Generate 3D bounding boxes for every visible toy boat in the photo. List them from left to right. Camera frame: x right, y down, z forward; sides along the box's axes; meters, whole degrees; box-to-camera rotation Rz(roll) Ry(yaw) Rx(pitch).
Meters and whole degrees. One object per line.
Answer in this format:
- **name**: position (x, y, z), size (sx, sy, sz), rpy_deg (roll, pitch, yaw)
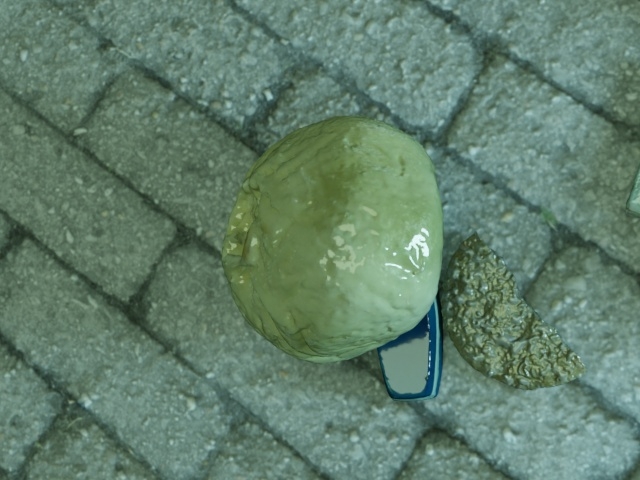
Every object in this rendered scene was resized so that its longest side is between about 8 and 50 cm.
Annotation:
- **toy boat**: position (0.119, 0.081, 1.536), size (0.096, 0.062, 0.299), rpy_deg (-7, 83, 17)

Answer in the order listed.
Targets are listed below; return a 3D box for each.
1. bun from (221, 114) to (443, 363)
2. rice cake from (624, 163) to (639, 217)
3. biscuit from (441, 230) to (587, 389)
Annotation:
- **bun**: position (0.000, 0.000, 1.434), size (0.348, 0.227, 0.352), rpy_deg (-66, 32, 24)
- **rice cake**: position (0.496, -0.118, 1.455), size (0.124, 0.038, 0.211), rpy_deg (23, 92, 17)
- **biscuit**: position (0.249, 0.121, 1.510), size (0.133, 0.032, 0.250), rpy_deg (-39, 76, 11)
